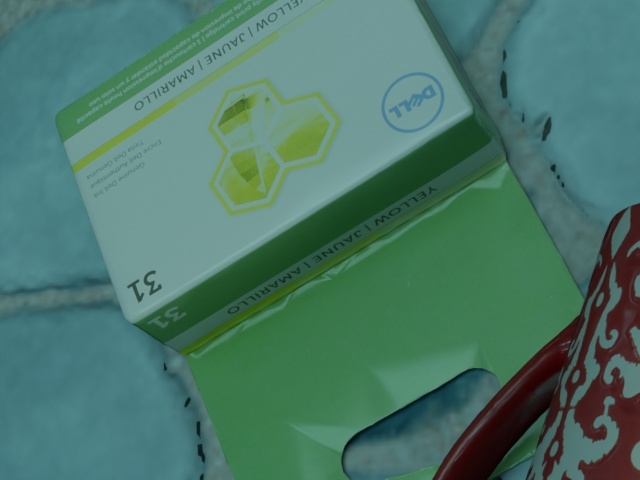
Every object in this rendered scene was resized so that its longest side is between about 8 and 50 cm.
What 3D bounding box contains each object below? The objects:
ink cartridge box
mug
[{"bbox_3d":[0.000,0.000,0.631,0.171,0.056,0.235,-31,57,11],"label":"ink cartridge box"},{"bbox_3d":[0.104,0.076,0.512,0.150,0.113,0.169,12,72,19],"label":"mug"}]
